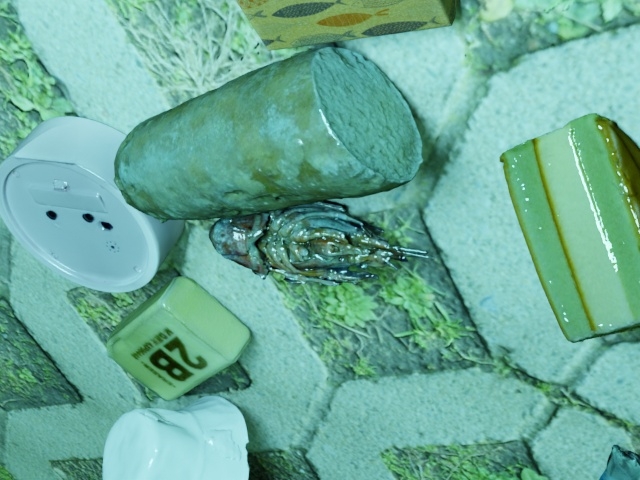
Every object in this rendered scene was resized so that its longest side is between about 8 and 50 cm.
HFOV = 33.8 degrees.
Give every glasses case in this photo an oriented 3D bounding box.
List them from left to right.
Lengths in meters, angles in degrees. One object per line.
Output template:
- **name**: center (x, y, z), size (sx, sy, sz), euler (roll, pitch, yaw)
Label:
- **glasses case**: center (0.020, -0.194, 0.836), size (0.170, 0.041, 0.064), euler (-2, 142, 31)

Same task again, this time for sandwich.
- **sandwich**: center (0.261, -0.012, 0.910), size (0.117, 0.144, 0.187), euler (-23, 82, 43)

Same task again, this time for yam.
- **yam**: center (-0.066, -0.084, 0.942), size (0.330, 0.133, 0.133), euler (-10, 127, 43)

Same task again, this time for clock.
- **clock**: center (-0.247, -0.036, 1.130), size (0.197, 0.068, 0.196), euler (16, 138, 15)

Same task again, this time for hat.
- **hat**: center (-0.192, 0.275, 1.303), size (0.126, 0.203, 0.203), euler (17, 150, -35)

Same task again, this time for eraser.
- **eraser**: center (-0.173, 0.121, 1.259), size (0.117, 0.058, 0.172), euler (40, 139, -13)

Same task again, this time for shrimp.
- **shrimp**: center (0.000, 0.000, 1.025), size (0.233, 0.079, 0.090), euler (6, 97, 21)

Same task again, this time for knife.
- **knife**: center (0.327, 0.317, 1.206), size (0.044, 0.026, 0.296), euler (18, 142, 16)
